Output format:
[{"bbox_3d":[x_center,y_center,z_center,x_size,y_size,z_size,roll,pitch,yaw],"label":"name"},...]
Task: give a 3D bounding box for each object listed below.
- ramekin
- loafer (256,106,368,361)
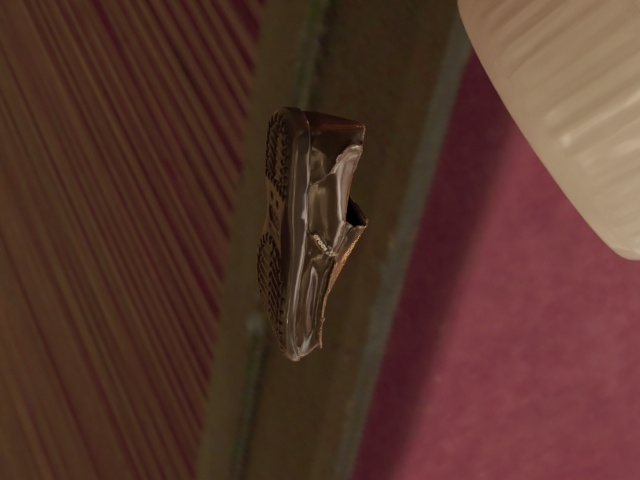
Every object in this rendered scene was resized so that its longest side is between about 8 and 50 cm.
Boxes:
[{"bbox_3d":[0.199,-0.109,1.103,0.127,0.273,0.273,-33,145,15],"label":"ramekin"},{"bbox_3d":[0.000,0.000,1.266,0.078,0.080,0.220,-6,129,-15],"label":"loafer"}]
